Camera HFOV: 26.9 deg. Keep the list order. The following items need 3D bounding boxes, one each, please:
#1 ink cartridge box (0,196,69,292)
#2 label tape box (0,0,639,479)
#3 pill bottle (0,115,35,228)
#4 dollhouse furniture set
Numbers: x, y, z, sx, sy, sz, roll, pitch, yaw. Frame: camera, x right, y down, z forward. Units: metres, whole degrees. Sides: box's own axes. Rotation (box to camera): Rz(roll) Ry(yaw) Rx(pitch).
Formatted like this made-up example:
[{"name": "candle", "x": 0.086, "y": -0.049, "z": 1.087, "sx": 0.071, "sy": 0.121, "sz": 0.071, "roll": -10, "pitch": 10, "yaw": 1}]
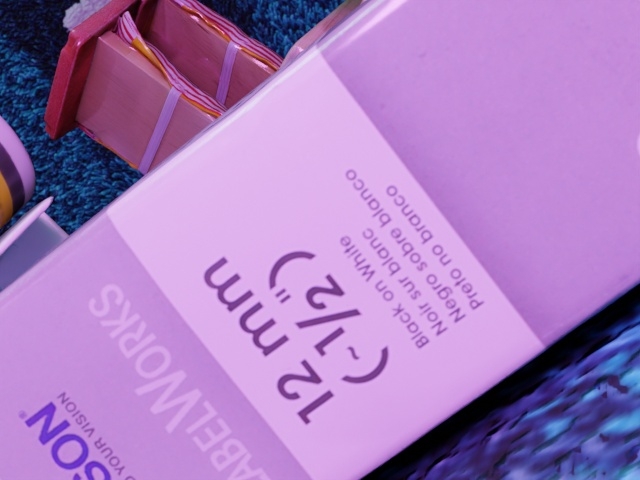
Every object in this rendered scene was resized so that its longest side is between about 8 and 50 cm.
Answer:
[{"name": "ink cartridge box", "x": -0.232, "y": 0.101, "z": 0.879, "sx": 0.207, "sy": 0.119, "sz": 0.353, "roll": -48, "pitch": 10, "yaw": -20}, {"name": "label tape box", "x": -0.021, "y": 0.012, "z": 0.487, "sx": 0.347, "sy": 0.115, "sz": 0.249, "roll": -35, "pitch": 5, "yaw": 12}, {"name": "pill bottle", "x": -0.297, "y": -0.004, "z": 0.876, "sx": 0.208, "sy": 0.119, "sz": 0.119, "roll": -50, "pitch": 13, "yaw": -31}, {"name": "dollhouse furniture set", "x": -0.033, "y": -0.167, "z": 0.897, "sx": 0.152, "sy": 0.201, "sz": 0.374, "roll": -47, "pitch": -9, "yaw": -42}]
